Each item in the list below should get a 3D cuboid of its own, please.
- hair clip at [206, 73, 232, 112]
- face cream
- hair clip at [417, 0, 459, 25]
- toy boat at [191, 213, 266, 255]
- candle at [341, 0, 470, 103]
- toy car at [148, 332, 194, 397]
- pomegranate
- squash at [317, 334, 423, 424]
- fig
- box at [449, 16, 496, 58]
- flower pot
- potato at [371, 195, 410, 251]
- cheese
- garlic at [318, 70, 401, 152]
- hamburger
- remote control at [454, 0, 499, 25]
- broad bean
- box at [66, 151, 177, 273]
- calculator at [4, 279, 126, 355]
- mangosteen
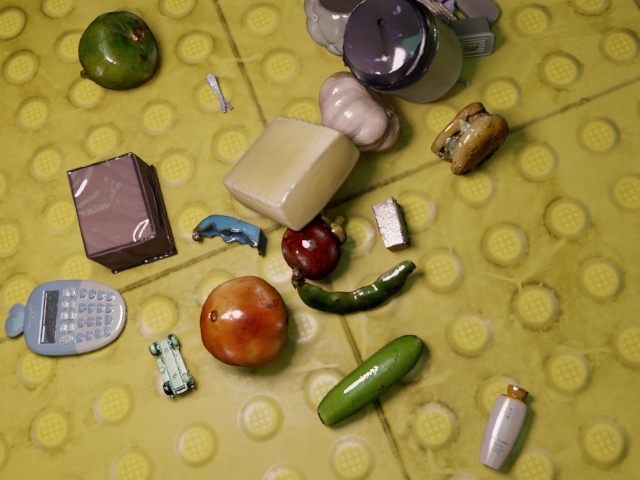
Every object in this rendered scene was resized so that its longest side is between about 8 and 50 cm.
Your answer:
[{"bbox_3d":[-0.271,-0.390,1.851,0.030,0.039,0.115,-30,74,4],"label":"hair clip"},{"bbox_3d":[0.396,0.401,1.510,0.072,0.051,0.182,22,77,17],"label":"face cream"},{"bbox_3d":[0.262,-0.661,1.842,0.106,0.084,0.292,-37,77,-9],"label":"hair clip"},{"bbox_3d":[-0.224,-0.010,1.708,0.186,0.075,0.077,19,68,16],"label":"toy boat"},{"bbox_3d":[0.209,-0.444,1.672,0.221,0.342,0.221,-1,89,30],"label":"candle"},{"bbox_3d":[-0.348,0.293,1.646,0.073,0.054,0.143,-27,68,-2],"label":"toy car"},{"bbox_3d":[-0.174,0.188,1.580,0.209,0.209,0.209,-2,73,7],"label":"pomegranate"},{"bbox_3d":[0.112,0.311,1.562,0.292,0.082,0.082,-37,72,-4],"label":"squash"},{"bbox_3d":[-0.556,-0.482,1.874,0.203,0.235,0.203,12,69,-33],"label":"fig"},{"bbox_3d":[0.379,-0.516,1.778,0.122,0.084,0.069,-5,65,5],"label":"box"},{"bbox_3d":[0.075,-0.589,1.780,0.246,0.195,0.246,-2,74,6],"label":"flower pot"},{"bbox_3d":[0.170,-0.035,1.662,0.061,0.086,0.122,-20,73,16],"label":"potato"},{"bbox_3d":[-0.072,-0.164,1.646,0.242,0.124,0.265,-54,39,-8],"label":"cheese"},{"bbox_3d":[0.086,-0.302,1.694,0.152,0.228,0.228,-43,71,19],"label":"garlic"},{"bbox_3d":[0.350,-0.231,1.653,0.185,0.177,0.113,-34,77,-32],"label":"hamburger"},{"bbox_3d":[0.377,-0.654,1.849,0.077,0.022,0.245,-36,71,-2],"label":"remote control"},{"bbox_3d":[0.073,0.110,1.609,0.292,0.144,0.049,-2,37,-10],"label":"broad bean"},{"bbox_3d":[-0.488,-0.071,1.725,0.188,0.153,0.252,-17,73,3],"label":"box"},{"bbox_3d":[-0.626,0.189,1.722,0.303,0.042,0.188,-3,74,7],"label":"calculator"},{"bbox_3d":[0.001,0.009,1.638,0.181,0.156,0.145,-23,47,-13],"label":"mangosteen"}]
